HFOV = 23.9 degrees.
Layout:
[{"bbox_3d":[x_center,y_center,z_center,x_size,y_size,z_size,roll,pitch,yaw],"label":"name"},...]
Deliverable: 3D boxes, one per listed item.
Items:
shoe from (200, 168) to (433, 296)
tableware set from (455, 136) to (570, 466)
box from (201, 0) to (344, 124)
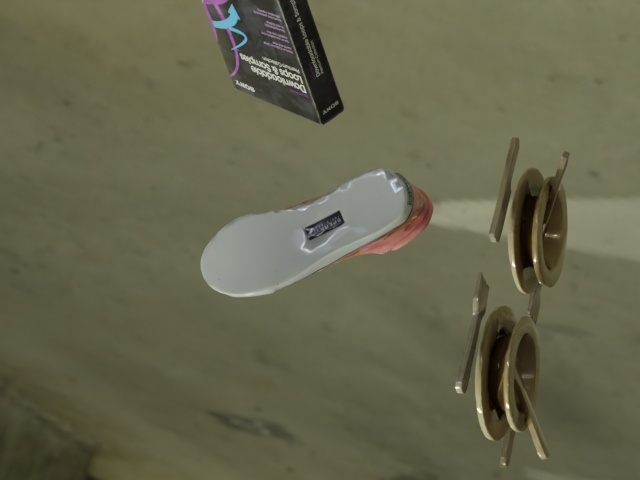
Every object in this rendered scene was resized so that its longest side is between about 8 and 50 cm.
[{"bbox_3d":[0.000,0.000,1.167,0.178,0.063,0.081,-24,164,17],"label":"shoe"},{"bbox_3d":[0.141,0.040,0.996,0.039,0.194,0.128,3,151,24],"label":"tableware set"},{"bbox_3d":[-0.048,-0.172,1.161,0.116,0.029,0.162,27,149,45],"label":"box"}]
